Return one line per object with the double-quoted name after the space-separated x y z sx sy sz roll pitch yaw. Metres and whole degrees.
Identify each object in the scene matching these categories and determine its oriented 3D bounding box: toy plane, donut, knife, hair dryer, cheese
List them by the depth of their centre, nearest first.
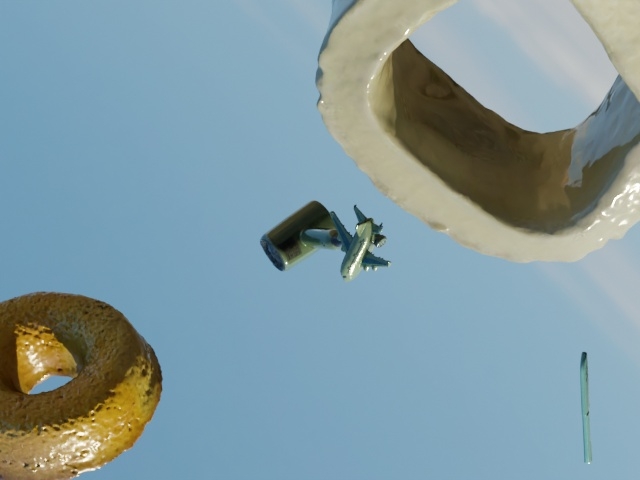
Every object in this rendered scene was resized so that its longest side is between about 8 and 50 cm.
-0.185 0.093 1.139 0.058 0.152 0.152 74 172 -46 "donut"
0.182 0.114 1.164 0.014 0.005 0.091 -58 -34 -53 "knife"
0.167 -0.144 1.396 0.332 0.292 0.153 42 -145 -27 "cheese"
0.037 0.006 1.590 0.080 0.083 0.033 40 -134 25 "toy plane"
0.000 0.000 1.681 0.047 0.071 0.150 59 161 -17 "hair dryer"
